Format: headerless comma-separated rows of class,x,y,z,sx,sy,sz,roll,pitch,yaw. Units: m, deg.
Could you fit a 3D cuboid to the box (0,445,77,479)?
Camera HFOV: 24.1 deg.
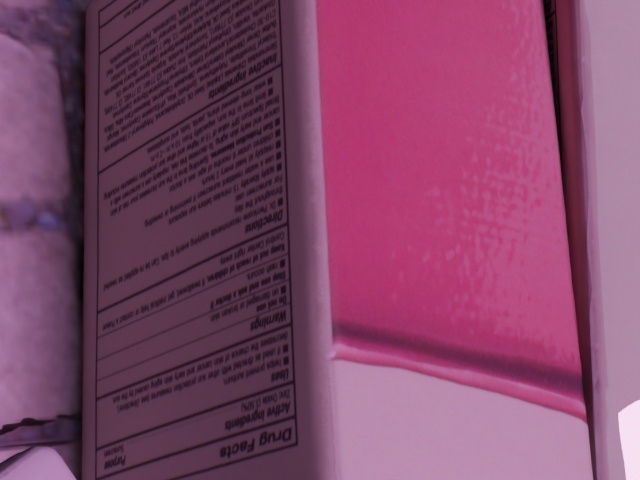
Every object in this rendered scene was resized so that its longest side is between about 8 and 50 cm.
box,-0.138,0.158,0.357,0.182,0.181,0.119,-38,100,-43

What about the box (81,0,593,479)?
box,0.000,0.000,0.564,0.127,0.149,0.232,12,66,-38

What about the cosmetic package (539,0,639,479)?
cosmetic package,0.137,0.036,0.623,0.129,0.153,0.296,3,80,-15
